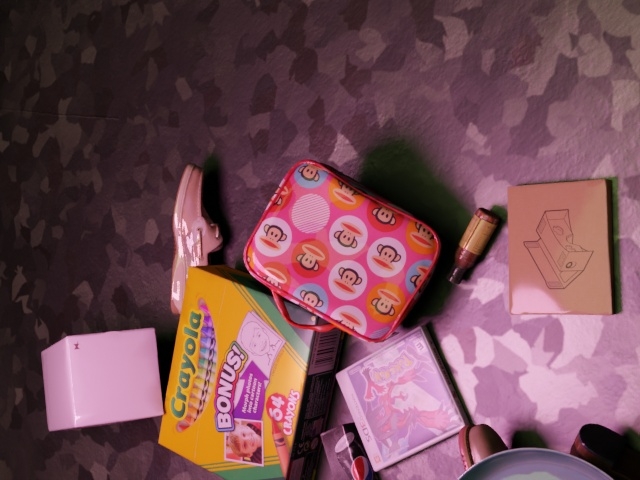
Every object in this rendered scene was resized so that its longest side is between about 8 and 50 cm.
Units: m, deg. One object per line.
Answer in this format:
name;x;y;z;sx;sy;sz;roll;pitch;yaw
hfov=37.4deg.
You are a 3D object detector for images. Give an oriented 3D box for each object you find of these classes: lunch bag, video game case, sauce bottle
lunch bag;0.029;0.034;1.553;0.293;0.120;0.258;32;95;7
video game case;0.134;0.268;1.595;0.201;0.023;0.184;-34;69;31
sauce bottle;0.241;0.010;1.515;0.042;0.042;0.128;41;113;33

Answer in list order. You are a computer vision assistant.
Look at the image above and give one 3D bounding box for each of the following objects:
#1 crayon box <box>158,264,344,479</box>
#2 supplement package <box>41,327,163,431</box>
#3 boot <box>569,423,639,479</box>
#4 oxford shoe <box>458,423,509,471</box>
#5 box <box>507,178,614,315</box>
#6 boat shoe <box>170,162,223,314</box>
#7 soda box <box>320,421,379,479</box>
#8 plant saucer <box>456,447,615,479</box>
crayon box;-0.133;0.259;1.750;0.313;0.106;0.363;17;101;34
supplement package;-0.447;0.286;1.909;0.293;0.177;0.175;153;111;-62
boot;0.445;0.359;1.330;0.219;0.082;0.106;38;136;25
oxford shoe;0.334;0.403;1.378;0.130;0.123;0.348;-42;74;28
box;0.362;0.012;1.430;0.164;0.021;0.201;-3;85;39
boat shoe;-0.240;-0.001;1.880;0.098;0.109;0.303;3;90;0
soda box;0.059;0.404;1.637;0.060;0.053;0.169;-30;70;34
plant saucer;0.311;0.440;1.302;0.317;0.043;0.318;0;91;27
